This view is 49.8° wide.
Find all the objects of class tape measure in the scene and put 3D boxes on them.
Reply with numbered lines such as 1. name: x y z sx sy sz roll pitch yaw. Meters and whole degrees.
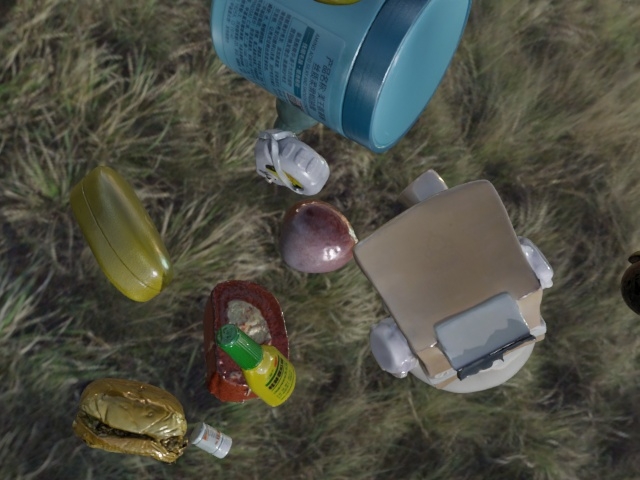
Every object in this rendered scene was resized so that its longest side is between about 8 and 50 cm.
1. tape measure: -0.073 -0.192 1.733 0.197 0.236 0.120 31 79 4

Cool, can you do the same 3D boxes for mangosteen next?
1. mangosteen: 0.813 0.094 1.643 0.199 0.200 0.200 16 58 -28

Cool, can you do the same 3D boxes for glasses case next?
1. glasses case: -0.490 -0.033 1.703 0.371 0.141 0.173 55 11 24

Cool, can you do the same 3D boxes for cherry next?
1. cherry: -0.010 -0.002 2.127 0.206 0.239 0.239 -11 72 -56

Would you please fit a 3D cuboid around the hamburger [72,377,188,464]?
1. hamburger: -0.458 0.439 1.711 0.318 0.318 0.158 21 83 -25

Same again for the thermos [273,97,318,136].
1. thermos: -0.038 -0.396 1.898 0.145 0.286 0.182 45 49 7

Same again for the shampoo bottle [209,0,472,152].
1. shampoo bottle: 0.033 -0.375 1.204 0.342 0.331 0.331 31 46 16

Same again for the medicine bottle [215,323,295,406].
1. medicine bottle: -0.120 0.228 1.288 0.095 0.064 0.260 -66 148 -23

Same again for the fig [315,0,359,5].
1. fig: 0.002 -0.322 0.720 0.142 0.148 0.186 42 35 10

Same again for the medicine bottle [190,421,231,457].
1. medicine bottle: -0.267 0.486 1.681 0.089 0.057 0.057 36 51 -19

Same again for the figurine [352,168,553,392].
1. figurine: 0.106 0.048 0.548 0.141 0.162 0.237 61 6 22

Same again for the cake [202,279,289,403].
1. cake: -0.177 0.237 1.620 0.176 0.151 0.283 2 60 -19
